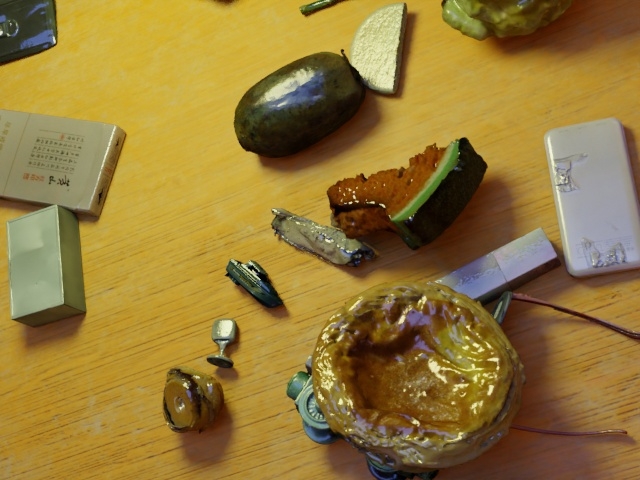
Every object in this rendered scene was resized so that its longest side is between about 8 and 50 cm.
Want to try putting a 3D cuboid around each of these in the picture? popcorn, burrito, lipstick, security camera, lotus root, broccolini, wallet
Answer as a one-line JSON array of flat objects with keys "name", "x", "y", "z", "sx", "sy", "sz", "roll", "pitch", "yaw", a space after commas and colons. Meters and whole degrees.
[{"name": "popcorn", "x": 0.352, "y": -0.514, "z": 1.836, "sx": 0.335, "sy": 0.279, "sz": 0.274, "roll": 8, "pitch": 36, "yaw": 24}, {"name": "burrito", "x": 0.001, "y": -0.002, "z": 1.926, "sx": 0.229, "sy": 0.058, "sz": 0.063, "roll": 23, "pitch": 78, "yaw": 23}, {"name": "lipstick", "x": 0.271, "y": 0.083, "z": 1.791, "sx": 0.317, "sy": 0.066, "sz": 0.068, "roll": -29, "pitch": 65, "yaw": 10}, {"name": "security camera", "x": -0.187, "y": 0.196, "z": 1.941, "sx": 0.058, "sy": 0.058, "sz": 0.092, "roll": 1, "pitch": 61, "yaw": 21}, {"name": "lotus root", "x": -0.047, "y": -0.265, "z": 1.974, "sx": 0.275, "sy": 0.152, "sz": 0.160, "roll": -28, "pitch": 86, "yaw": 15}, {"name": "broccolini", "x": 0.064, "y": -0.520, "z": 2.074, "sx": 0.239, "sy": 0.054, "sz": 0.051, "roll": -15, "pitch": 83, "yaw": 18}, {"name": "wallet", "x": -0.739, "y": -0.505, "z": 2.368, "sx": 0.245, "sy": 0.052, "sz": 0.168, "roll": -14, "pitch": 72, "yaw": 13}]

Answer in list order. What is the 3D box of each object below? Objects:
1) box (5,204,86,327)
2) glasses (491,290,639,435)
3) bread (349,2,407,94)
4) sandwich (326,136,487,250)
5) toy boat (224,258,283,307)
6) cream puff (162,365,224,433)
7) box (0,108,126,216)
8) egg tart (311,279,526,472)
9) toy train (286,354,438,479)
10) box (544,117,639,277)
[{"name": "box", "x": -0.580, "y": 0.055, "z": 2.106, "sx": 0.129, "sy": 0.086, "sz": 0.225, "roll": -16, "pitch": 68, "yaw": 16}, {"name": "glasses", "x": 0.398, "y": 0.225, "z": 1.717, "sx": 0.268, "sy": 0.118, "sz": 0.234, "roll": 15, "pitch": 76, "yaw": 3}, {"name": "bread", "x": 0.114, "y": -0.384, "z": 2.018, "sx": 0.112, "sy": 0.036, "sz": 0.193, "roll": 2, "pitch": 77, "yaw": 26}, {"name": "sandwich", "x": 0.147, "y": -0.056, "z": 1.841, "sx": 0.301, "sy": 0.162, "sz": 0.250, "roll": -4, "pitch": 36, "yaw": 37}, {"name": "toy boat", "x": -0.122, "y": 0.085, "z": 1.942, "sx": 0.141, "sy": 0.055, "sz": 0.060, "roll": 40, "pitch": 96, "yaw": 27}, {"name": "cream puff", "x": -0.243, "y": 0.299, "z": 1.892, "sx": 0.133, "sy": 0.104, "sz": 0.119, "roll": 49, "pitch": 126, "yaw": 33}, {"name": "box", "x": -0.621, "y": -0.178, "z": 2.214, "sx": 0.365, "sy": 0.051, "sz": 0.204, "roll": 10, "pitch": 76, "yaw": 23}, {"name": "egg tart", "x": 0.156, "y": 0.227, "z": 1.627, "sx": 0.352, "sy": 0.150, "sz": 0.352, "roll": 0, "pitch": 53, "yaw": 1}, {"name": "toy train", "x": 0.099, "y": 0.283, "z": 1.750, "sx": 0.304, "sy": 0.150, "sz": 0.221, "roll": 29, "pitch": 70, "yaw": 16}, {"name": "box", "x": 0.488, "y": -0.078, "z": 1.776, "sx": 0.142, "sy": 0.044, "sz": 0.285, "roll": -10, "pitch": 70, "yaw": 15}]
